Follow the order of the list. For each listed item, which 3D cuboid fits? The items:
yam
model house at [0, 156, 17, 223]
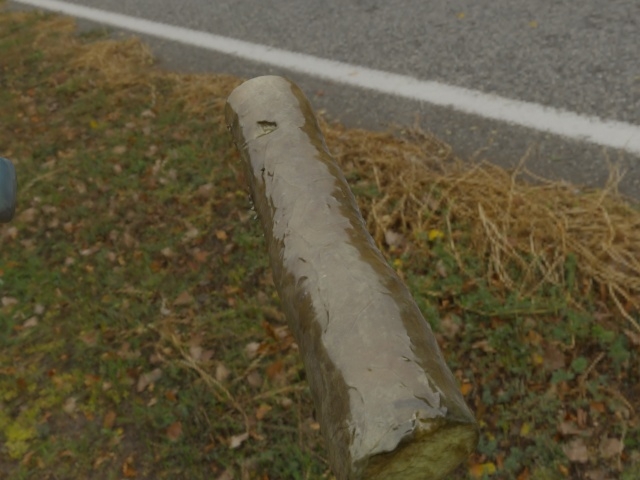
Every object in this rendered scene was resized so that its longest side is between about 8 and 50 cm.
[{"bbox_3d":[0.000,0.000,0.497,0.081,0.081,0.356,-18,45,-4],"label":"yam"},{"bbox_3d":[-0.385,0.053,0.498,0.339,0.360,0.297,3,-8,-13],"label":"model house"}]
